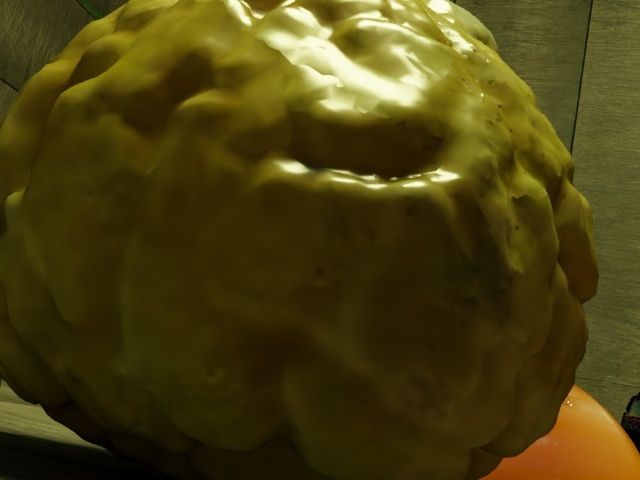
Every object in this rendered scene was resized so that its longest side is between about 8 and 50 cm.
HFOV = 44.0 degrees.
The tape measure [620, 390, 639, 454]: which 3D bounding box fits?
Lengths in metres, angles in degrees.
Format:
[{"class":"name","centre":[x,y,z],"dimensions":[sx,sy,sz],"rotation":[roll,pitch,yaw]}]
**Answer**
[{"class":"tape measure","centre":[0.408,0.221,0.781],"dimensions":[0.223,0.202,0.135],"rotation":[21,-18,-16]}]

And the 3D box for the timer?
[{"class":"timer","centre":[0.162,0.214,0.752],"dimensions":[0.257,0.161,0.250],"rotation":[13,2,-1]}]

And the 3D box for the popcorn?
[{"class":"popcorn","centre":[-0.017,-0.005,0.514],"dimensions":[0.390,0.344,0.354],"rotation":[5,8,-28]}]

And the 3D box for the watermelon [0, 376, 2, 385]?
[{"class":"watermelon","centre":[-0.389,0.085,0.705],"dimensions":[0.290,0.213,0.320],"rotation":[-16,40,-20]}]
